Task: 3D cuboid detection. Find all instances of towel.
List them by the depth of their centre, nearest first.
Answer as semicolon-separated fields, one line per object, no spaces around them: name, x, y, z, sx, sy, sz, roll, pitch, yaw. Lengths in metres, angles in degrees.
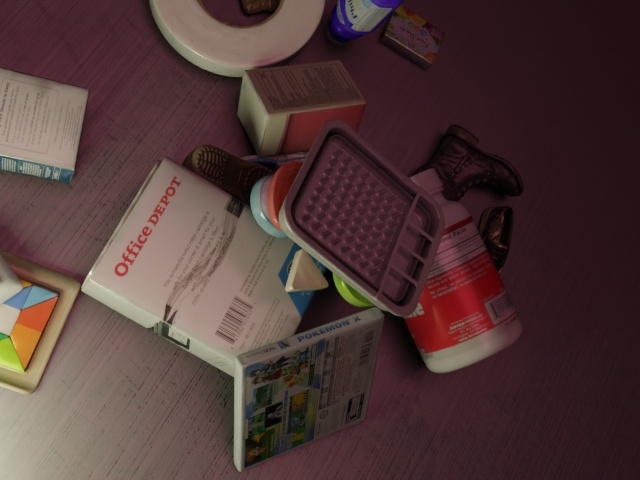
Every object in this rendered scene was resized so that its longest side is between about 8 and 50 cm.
towel;-0.144;-0.590;1.843;0.110;0.027;0.148;-14;84;-24

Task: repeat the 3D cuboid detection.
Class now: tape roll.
tape roll;-0.184;-0.553;1.767;0.392;0.072;0.391;2;82;-13

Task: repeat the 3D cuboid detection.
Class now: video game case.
video game case;-0.027;0.294;1.571;0.300;0.328;0.036;-17;46;-24

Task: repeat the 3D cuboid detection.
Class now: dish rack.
dish rack;0.075;-0.038;1.528;0.333;0.072;0.285;39;54;-21

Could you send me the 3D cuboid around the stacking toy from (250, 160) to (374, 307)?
stacking toy;0.000;0.000;1.588;0.309;0.130;0.279;11;67;-35

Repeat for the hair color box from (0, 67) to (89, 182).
hair color box;-0.633;-0.235;1.529;0.348;0.105;0.173;11;75;-20

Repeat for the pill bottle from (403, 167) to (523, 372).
pill bottle;0.255;0.061;1.754;0.229;0.229;0.407;-24;88;-24

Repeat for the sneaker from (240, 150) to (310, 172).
sneaker;-0.093;-0.181;1.764;0.191;0.071;0.082;-4;61;-22

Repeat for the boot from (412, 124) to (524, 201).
boot;0.331;-0.122;1.912;0.263;0.091;0.229;37;73;-6

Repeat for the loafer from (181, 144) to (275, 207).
loafer;-0.179;-0.124;1.677;0.269;0.092;0.101;32;73;-42

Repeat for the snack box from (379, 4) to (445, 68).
snack box;0.224;-0.497;1.964;0.141;0.037;0.100;28;71;-14

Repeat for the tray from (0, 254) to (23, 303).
tray;-0.689;0.106;1.443;0.270;0.030;0.145;-37;86;-14

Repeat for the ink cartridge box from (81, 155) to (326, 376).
ink cartridge box;-0.225;0.065;1.595;0.395;0.166;0.285;32;68;-13

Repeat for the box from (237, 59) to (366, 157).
box;-0.043;-0.286;1.739;0.233;0.126;0.148;-12;55;-23

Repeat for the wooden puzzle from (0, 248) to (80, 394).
wooden puzzle;-0.593;0.141;1.499;0.221;0.044;0.238;24;71;-15

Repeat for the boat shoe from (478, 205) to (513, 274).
boat shoe;0.408;0.018;1.909;0.080;0.073;0.223;21;71;-16

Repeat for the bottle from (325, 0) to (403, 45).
bottle;0.092;-0.519;1.781;0.092;0.283;0.118;-5;81;-23
